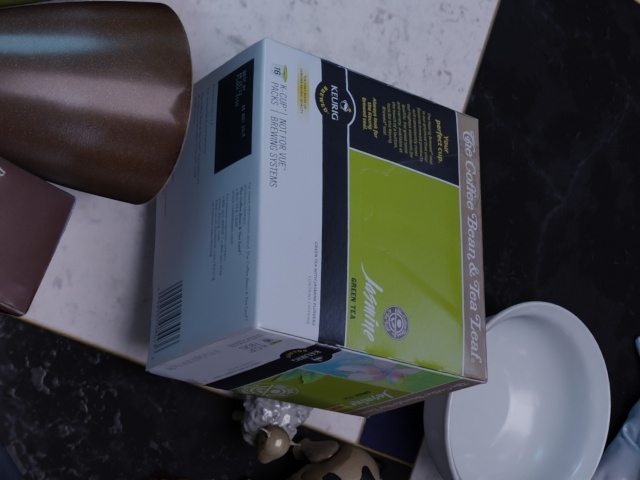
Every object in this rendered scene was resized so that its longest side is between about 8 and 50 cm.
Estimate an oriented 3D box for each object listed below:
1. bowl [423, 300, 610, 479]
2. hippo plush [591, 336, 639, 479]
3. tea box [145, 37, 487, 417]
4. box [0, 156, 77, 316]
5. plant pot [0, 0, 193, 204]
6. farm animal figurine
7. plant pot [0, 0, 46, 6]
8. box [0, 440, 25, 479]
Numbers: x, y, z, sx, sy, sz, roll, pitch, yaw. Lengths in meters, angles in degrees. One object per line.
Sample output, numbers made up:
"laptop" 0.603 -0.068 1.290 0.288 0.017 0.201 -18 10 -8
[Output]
"bowl" 0.237 0.225 1.823 0.297 0.134 0.298 -2 94 -36
"hippo plush" 0.559 0.331 1.995 0.234 0.236 0.294 37 72 -31
"tea box" 0.000 0.000 1.536 0.323 0.220 0.329 17 63 -34
"box" -0.445 -0.068 1.286 0.381 0.191 0.143 33 74 -33
"plant pot" -0.281 -0.153 1.389 0.230 0.215 0.215 5 89 -33
"farm animal figurine" -0.035 0.361 1.611 0.327 0.172 0.330 -49 118 -23
"plant pot" -0.271 -0.356 1.377 0.293 0.275 0.275 -29 109 -15
"box" -0.392 0.381 1.320 0.293 0.212 0.396 -40 118 -28
